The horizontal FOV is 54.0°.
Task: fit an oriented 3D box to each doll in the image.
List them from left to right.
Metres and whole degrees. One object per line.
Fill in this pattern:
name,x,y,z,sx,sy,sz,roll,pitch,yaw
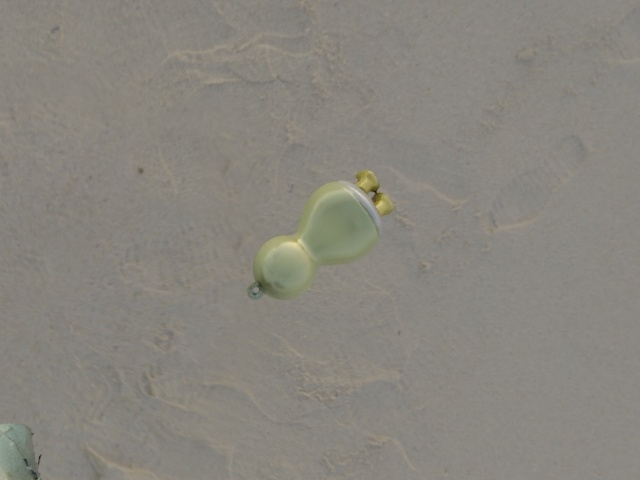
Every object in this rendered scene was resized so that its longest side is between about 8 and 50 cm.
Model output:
doll,-0.005,-0.001,1.047,0.296,0.117,0.141,-35,110,-11

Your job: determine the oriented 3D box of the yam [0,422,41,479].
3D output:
yam,-0.465,0.460,0.861,0.241,0.241,0.348,-21,57,-24
